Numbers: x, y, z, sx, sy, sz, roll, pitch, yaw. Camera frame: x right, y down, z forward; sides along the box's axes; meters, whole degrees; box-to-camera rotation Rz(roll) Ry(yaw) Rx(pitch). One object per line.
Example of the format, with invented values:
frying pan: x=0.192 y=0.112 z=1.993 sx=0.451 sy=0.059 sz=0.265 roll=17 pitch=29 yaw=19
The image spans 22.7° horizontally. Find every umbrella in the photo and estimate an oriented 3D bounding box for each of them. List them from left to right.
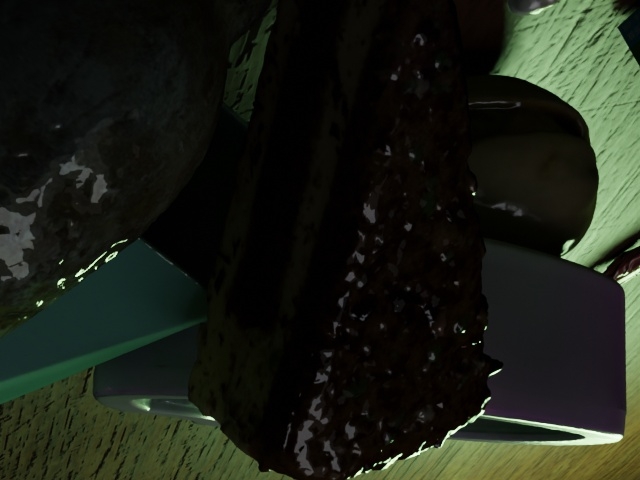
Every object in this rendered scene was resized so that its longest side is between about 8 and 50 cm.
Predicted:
umbrella: x=0.263 y=0.028 z=1.406 sx=0.165 sy=0.025 sz=0.027 roll=-36 pitch=172 yaw=37

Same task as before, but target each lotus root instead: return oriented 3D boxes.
lotus root: x=-0.170 y=-0.039 z=0.690 sx=0.349 sy=0.175 sz=0.175 roll=-30 pitch=157 yaw=-2

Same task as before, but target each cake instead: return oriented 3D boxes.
cake: x=-0.005 y=-0.007 z=0.724 sx=0.135 sy=0.112 sz=0.246 roll=-31 pitch=130 yaw=-27

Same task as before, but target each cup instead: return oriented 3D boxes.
cup: x=-0.151 y=0.016 z=0.871 sx=0.235 sy=0.134 sz=0.148 roll=-30 pitch=-176 yaw=29

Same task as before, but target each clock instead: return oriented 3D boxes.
clock: x=0.024 y=0.068 z=1.019 sx=0.338 sy=0.102 sz=0.338 roll=4 pitch=169 yaw=1

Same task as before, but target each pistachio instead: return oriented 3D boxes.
pistachio: x=0.102 y=-0.041 z=0.987 sx=0.185 sy=0.124 sz=0.124 roll=7 pitch=146 yaw=-32

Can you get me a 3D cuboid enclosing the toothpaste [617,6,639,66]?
toothpaste: x=0.306 y=-0.130 z=1.057 sx=0.266 sy=0.050 sz=0.065 roll=1 pitch=146 yaw=-43

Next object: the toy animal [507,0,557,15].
toy animal: x=0.022 y=-0.178 z=0.584 sx=0.282 sy=0.138 sz=0.140 roll=3 pitch=152 yaw=-43
